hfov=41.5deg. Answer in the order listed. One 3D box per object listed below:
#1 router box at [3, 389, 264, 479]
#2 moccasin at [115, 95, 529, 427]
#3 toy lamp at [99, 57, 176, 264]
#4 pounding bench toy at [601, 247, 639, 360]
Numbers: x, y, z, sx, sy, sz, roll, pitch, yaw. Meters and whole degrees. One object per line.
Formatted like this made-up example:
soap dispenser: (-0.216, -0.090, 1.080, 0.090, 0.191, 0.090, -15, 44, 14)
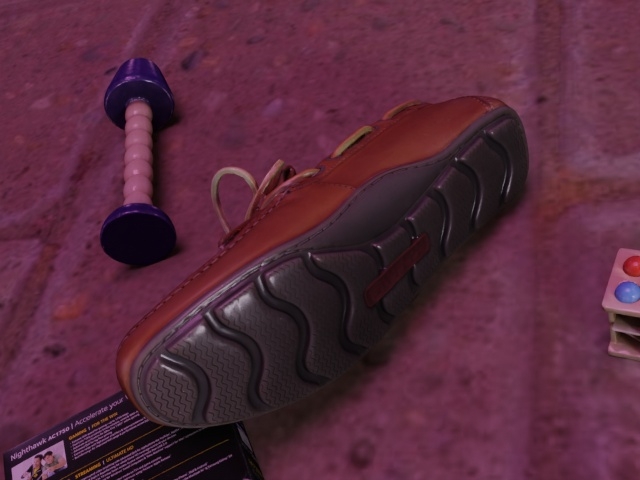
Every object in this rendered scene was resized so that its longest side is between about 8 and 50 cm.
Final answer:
router box: (-0.140, 0.175, 0.624, 0.179, 0.046, 0.133, -27, 44, -2)
moccasin: (-0.001, -0.002, 0.656, 0.147, 0.139, 0.380, 19, 54, 46)
toy lamp: (-0.187, -0.097, 0.878, 0.080, 0.080, 0.274, -20, 46, 6)
pounding bench toy: (0.238, 0.046, 0.564, 0.083, 0.065, 0.052, 9, 53, 30)
